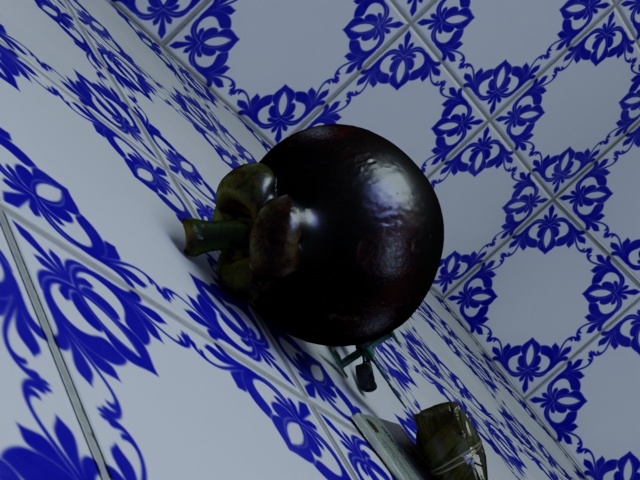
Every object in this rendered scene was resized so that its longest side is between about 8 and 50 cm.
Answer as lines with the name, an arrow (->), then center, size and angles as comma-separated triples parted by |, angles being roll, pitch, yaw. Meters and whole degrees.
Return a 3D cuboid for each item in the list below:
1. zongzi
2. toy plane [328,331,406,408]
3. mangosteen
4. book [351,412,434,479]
zongzi -> 0.195, 0.317, 1.515 | 0.187, 0.084, 0.184 | 45, 22, -71
toy plane -> 0.039, 0.116, 1.686 | 0.155, 0.106, 0.382 | 57, -3, -24
mangosteen -> 0.012, -0.008, 1.435 | 0.297, 0.297, 0.313 | 50, 11, 18
book -> 0.110, 0.287, 1.479 | 0.127, 0.014, 0.181 | 52, 9, 25
